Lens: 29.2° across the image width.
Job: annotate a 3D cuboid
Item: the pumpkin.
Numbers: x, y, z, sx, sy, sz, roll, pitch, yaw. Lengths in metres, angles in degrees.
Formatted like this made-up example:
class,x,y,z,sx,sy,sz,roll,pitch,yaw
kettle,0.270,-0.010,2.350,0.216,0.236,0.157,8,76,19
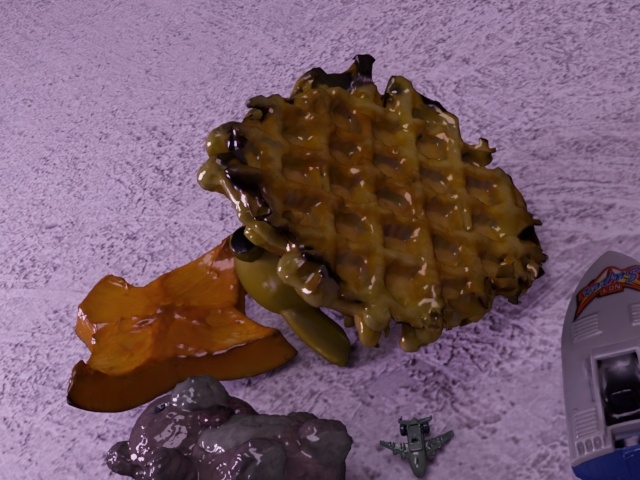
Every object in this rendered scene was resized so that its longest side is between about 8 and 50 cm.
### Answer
class,x,y,z,sx,sy,sz,roll,pitch,yaw
pumpkin,-0.198,0.108,1.548,0.290,0.095,0.258,-13,35,-17

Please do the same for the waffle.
class,x,y,z,sx,sy,sz,roll,pitch,yaw
waffle,0.072,-0.046,1.408,0.382,0.095,0.379,-26,65,-40

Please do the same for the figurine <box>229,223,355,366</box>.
class,x,y,z,sx,sy,sz,roll,pitch,yaw
figurine,0.003,-0.005,1.533,0.169,0.218,0.327,-10,31,46

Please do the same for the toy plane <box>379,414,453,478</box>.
class,x,y,z,sx,sy,sz,roll,pitch,yaw
toy plane,0.102,0.216,1.303,0.080,0.033,0.083,-8,38,6

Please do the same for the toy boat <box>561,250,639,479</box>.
class,x,y,z,sx,sy,sz,roll,pitch,yaw
toy boat,0.304,0.111,1.240,0.129,0.088,0.295,-16,37,19

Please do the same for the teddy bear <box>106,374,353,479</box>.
class,x,y,z,sx,sy,sz,roll,pitch,yaw
teddy bear,-0.094,0.235,1.326,0.236,0.151,0.267,-8,22,-39
